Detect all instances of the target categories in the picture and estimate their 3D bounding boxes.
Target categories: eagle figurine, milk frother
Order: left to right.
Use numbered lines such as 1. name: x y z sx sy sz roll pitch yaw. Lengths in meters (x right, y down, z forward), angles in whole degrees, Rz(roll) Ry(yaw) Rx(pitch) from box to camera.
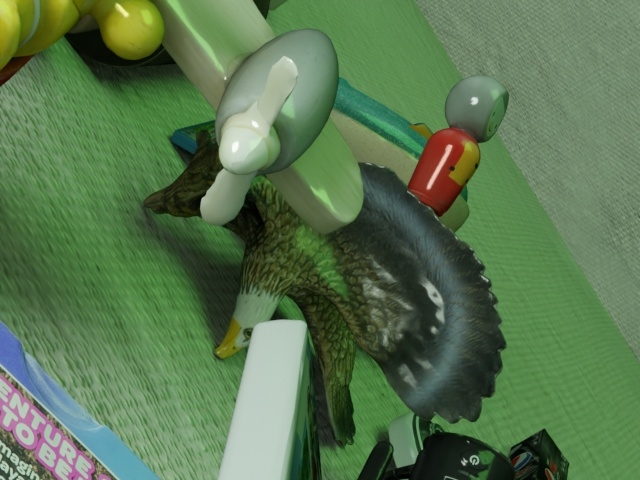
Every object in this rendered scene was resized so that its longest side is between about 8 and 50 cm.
1. eagle figurine: -0.004 0.028 1.033 0.298 0.225 0.226 38 14 -16
2. milk frother: 0.088 0.250 1.036 0.143 0.129 0.135 78 33 -53

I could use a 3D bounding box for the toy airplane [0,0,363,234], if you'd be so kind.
1. toy airplane: -0.129 -0.205 0.721 0.386 0.272 0.385 8 75 -31

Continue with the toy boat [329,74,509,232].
1. toy boat: 0.091 -0.101 1.311 0.267 0.148 0.318 33 -9 -21

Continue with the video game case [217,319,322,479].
1. video game case: -0.020 0.240 0.584 0.329 0.036 0.300 -81 167 -69

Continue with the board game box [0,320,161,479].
1. board game box: -0.172 0.164 0.426 0.232 0.141 0.291 49 19 -20

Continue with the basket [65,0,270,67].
1. basket: -0.156 -0.251 1.179 0.227 0.154 0.204 -56 127 -66

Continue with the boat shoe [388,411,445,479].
1. boat shoe: 0.177 0.288 1.169 0.301 0.102 0.108 60 18 10

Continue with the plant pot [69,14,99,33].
1. plant pot: -0.247 -0.276 0.960 0.109 0.237 0.237 -19 71 -30

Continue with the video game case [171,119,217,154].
1. video game case: -0.054 -0.072 1.203 0.166 0.015 0.119 31 21 12

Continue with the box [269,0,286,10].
1. box: -0.098 -0.420 1.643 0.149 0.126 0.232 59 18 9

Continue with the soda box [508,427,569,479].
1. soda box: 0.260 0.290 1.459 0.060 0.053 0.169 55 17 -1
